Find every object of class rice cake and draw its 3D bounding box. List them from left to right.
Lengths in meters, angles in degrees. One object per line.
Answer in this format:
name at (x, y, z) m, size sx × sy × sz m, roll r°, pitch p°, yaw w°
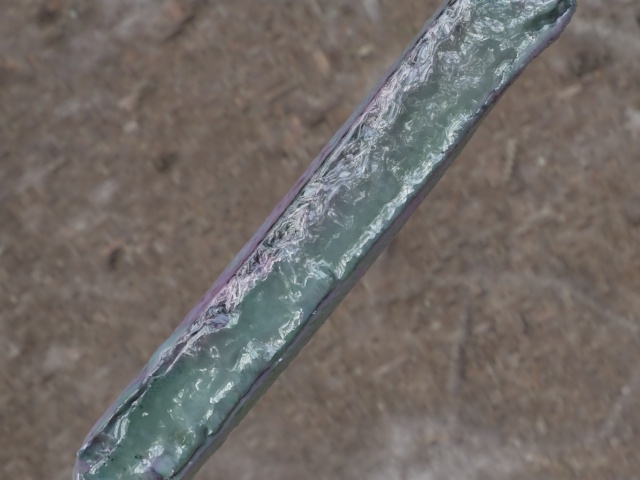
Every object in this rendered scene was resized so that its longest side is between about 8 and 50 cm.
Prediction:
rice cake at (0.000, -0.001, 0.539) m, size 0.208 × 0.033 × 0.033 m, roll -50°, pitch 1°, yaw 13°
